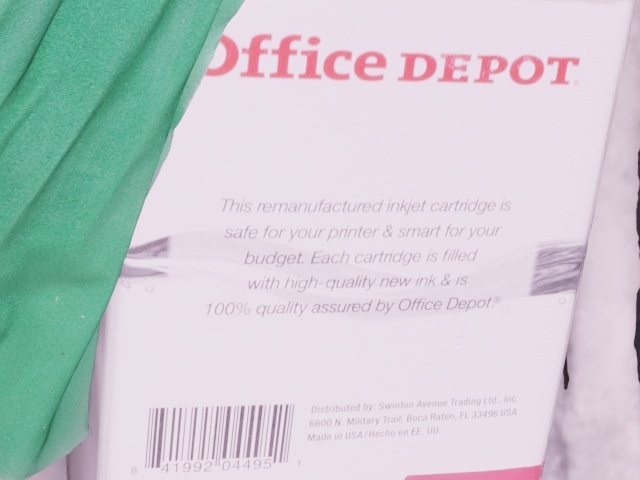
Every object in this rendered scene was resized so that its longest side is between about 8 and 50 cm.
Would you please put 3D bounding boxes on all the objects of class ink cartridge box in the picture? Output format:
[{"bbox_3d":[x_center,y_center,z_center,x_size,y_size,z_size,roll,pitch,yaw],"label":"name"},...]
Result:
[{"bbox_3d":[0.000,0.000,0.481,0.159,0.092,0.218,0,115,-18],"label":"ink cartridge box"}]

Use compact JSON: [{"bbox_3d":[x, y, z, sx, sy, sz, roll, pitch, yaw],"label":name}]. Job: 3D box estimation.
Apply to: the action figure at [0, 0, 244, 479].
[{"bbox_3d":[-0.074,-0.039,0.352,0.137,0.063,0.232,1,130,-46],"label":"action figure"}]
